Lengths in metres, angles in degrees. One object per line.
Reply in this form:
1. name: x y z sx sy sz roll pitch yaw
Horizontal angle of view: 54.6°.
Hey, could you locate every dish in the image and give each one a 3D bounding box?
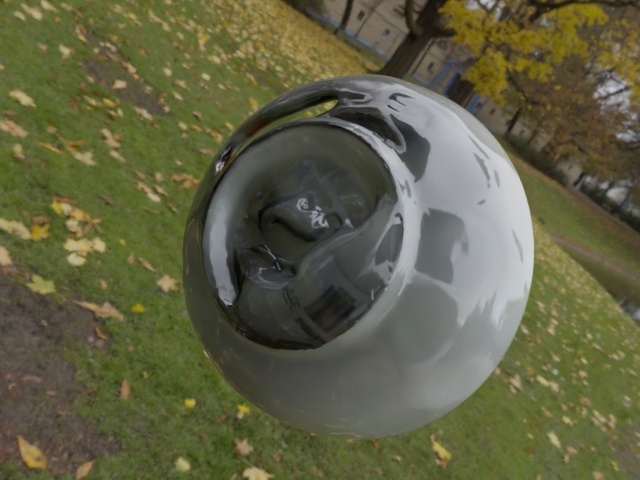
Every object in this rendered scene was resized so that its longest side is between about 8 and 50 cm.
1. dish: 0.000 0.000 0.509 0.324 0.324 0.124 39 8 27
